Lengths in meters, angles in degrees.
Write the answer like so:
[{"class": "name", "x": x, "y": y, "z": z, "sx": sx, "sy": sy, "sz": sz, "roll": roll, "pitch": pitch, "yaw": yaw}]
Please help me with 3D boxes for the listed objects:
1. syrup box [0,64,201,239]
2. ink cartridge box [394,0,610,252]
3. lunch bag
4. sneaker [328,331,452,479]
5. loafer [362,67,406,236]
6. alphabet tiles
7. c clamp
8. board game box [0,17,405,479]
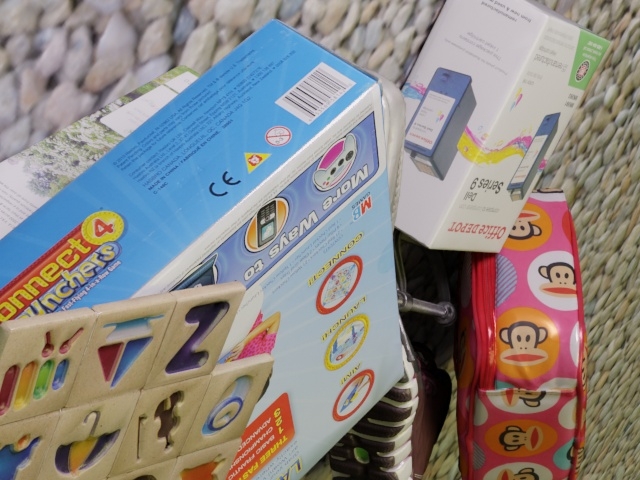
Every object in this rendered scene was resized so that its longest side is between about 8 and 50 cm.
[{"class": "syrup box", "x": -0.136, "y": -0.008, "z": 0.986, "sx": 0.237, "sy": 0.093, "sz": 0.096, "roll": -35, "pitch": 146, "yaw": -36}, {"class": "ink cartridge box", "x": 0.134, "y": -0.101, "z": 1.337, "sx": 0.154, "sy": 0.093, "sz": 0.212, "roll": 5, "pitch": 116, "yaw": -61}, {"class": "lunch bag", "x": 0.189, "y": 0.090, "z": 1.529, "sx": 0.293, "sy": 0.120, "sz": 0.258, "roll": 87, "pitch": 5, "yaw": -49}, {"class": "sneaker", "x": 0.062, "y": 0.125, "z": 1.481, "sx": 0.281, "sy": 0.106, "sz": 0.162, "roll": 86, "pitch": 25, "yaw": -43}, {"class": "loafer", "x": 0.000, "y": 0.000, "z": 1.215, "sx": 0.111, "sy": 0.112, "sz": 0.319, "roll": -33, "pitch": 152, "yaw": -47}, {"class": "alphabet tiles", "x": -0.154, "y": 0.175, "z": 0.851, "sx": 0.285, "sy": 0.011, "sz": 0.342, "roll": -10, "pitch": 129, "yaw": -53}, {"class": "c clamp", "x": 0.084, "y": 0.041, "z": 1.400, "sx": 0.022, "sy": 0.137, "sz": 0.160, "roll": -20, "pitch": 169, "yaw": 23}, {"class": "board game box", "x": -0.085, "y": 0.075, "z": 0.955, "sx": 0.308, "sy": 0.086, "sz": 0.302, "roll": -42, "pitch": 150, "yaw": -24}]
